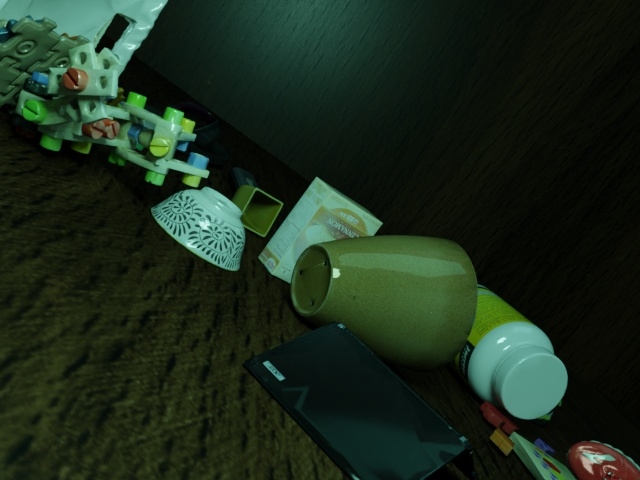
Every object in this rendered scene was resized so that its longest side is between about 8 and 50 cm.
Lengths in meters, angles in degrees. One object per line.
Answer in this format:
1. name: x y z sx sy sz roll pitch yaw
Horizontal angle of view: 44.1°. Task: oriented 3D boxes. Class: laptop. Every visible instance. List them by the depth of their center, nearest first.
1. laptop: 0.059 0.228 0.978 0.234 0.136 0.264 42 -14 29

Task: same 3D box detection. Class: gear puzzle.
1. gear puzzle: -0.405 -0.253 1.216 0.044 0.175 0.339 57 13 13

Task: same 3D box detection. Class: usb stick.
1. usb stick: -0.176 -0.120 1.895 0.077 0.045 0.278 35 9 -19

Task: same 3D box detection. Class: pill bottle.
1. pill bottle: 0.366 0.230 1.655 0.188 0.188 0.334 33 6 -22

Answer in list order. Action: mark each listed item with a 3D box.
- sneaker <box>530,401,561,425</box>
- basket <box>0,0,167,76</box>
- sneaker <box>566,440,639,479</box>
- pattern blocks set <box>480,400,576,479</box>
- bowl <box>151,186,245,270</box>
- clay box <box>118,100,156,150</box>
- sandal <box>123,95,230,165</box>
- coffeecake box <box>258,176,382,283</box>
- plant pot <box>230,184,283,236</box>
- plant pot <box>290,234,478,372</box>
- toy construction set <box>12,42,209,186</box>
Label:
1. sneaker: 0.461 0.339 1.800 0.235 0.097 0.084 32 9 -32
2. basket: -0.475 -0.412 1.290 0.266 0.328 0.331 37 8 20
3. sneaker: 0.571 0.465 1.446 0.279 0.107 0.118 42 -3 36
4. pattern blocks set: 0.407 0.414 1.387 0.285 0.026 0.325 36 8 -4
5. bowl: -0.177 -0.033 1.263 0.170 0.080 0.170 37 8 -6
6. clay box: -0.440 -0.272 1.609 0.222 0.053 0.127 34 9 -12
7. sandal: -0.326 -0.281 1.951 0.167 0.107 0.446 39 8 16
8. coffeecake box: 0.000 0.000 1.451 0.142 0.185 0.068 30 10 -38
9. plant pot: -0.145 -0.068 1.627 0.081 0.081 0.083 30 -2 -40
10. plant pot: 0.086 0.085 1.308 0.254 0.237 0.237 15 19 -33
11. toy construction set: -0.312 -0.173 1.161 0.215 0.151 0.328 24 -5 18
